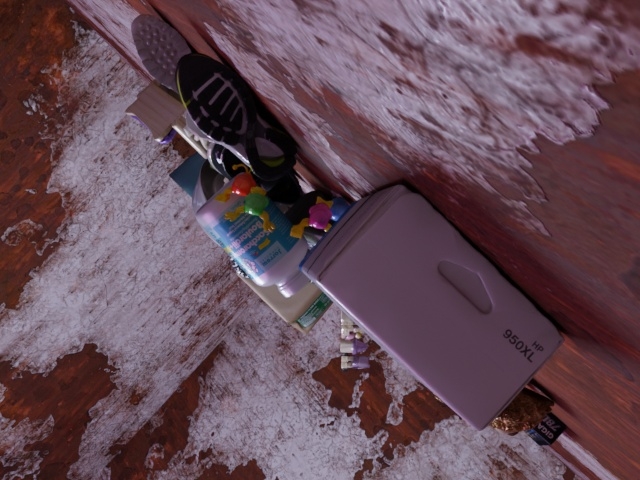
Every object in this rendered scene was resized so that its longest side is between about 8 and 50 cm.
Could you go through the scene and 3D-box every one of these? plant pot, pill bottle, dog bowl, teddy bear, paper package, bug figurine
[{"bbox_3d":[-0.346,-0.214,2.432,0.293,0.235,0.293,43,178,2],"label":"plant pot"},{"bbox_3d":[-0.127,-0.005,1.459,0.264,0.146,0.146,48,176,-11],"label":"pill bottle"},{"bbox_3d":[-0.213,-0.093,1.995,0.349,0.102,0.349,25,-140,-23],"label":"dog bowl"},{"bbox_3d":[0.357,0.338,1.573,0.338,0.113,0.245,25,-172,32],"label":"teddy bear"},{"bbox_3d":[-0.067,0.097,2.352,0.309,0.325,0.168,40,177,34],"label":"paper package"},{"bbox_3d":[-0.058,-0.068,1.289,0.279,0.072,0.216,14,-163,-5],"label":"bug figurine"}]

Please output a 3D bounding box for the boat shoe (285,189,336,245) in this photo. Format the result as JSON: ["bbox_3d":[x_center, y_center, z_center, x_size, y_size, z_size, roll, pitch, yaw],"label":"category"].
[{"bbox_3d":[0.010,-0.032,1.535,0.103,0.118,0.320,49,168,-25],"label":"boat shoe"}]

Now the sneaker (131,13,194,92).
[{"bbox_3d":[-0.267,-0.327,1.291,0.235,0.090,0.095,47,-175,-37],"label":"sneaker"}]

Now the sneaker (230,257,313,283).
[{"bbox_3d":[-0.069,0.024,2.171,0.410,0.158,0.182,6,-149,0],"label":"sneaker"}]

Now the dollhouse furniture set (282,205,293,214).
[{"bbox_3d":[-0.087,-0.124,1.935,0.081,0.091,0.114,13,151,53],"label":"dollhouse furniture set"}]

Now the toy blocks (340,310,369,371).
[{"bbox_3d":[0.205,0.299,2.449,0.260,0.309,0.288,1,163,3],"label":"toy blocks"}]

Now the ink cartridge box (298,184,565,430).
[{"bbox_3d":[0.129,0.081,1.011,0.285,0.166,0.395,43,177,-3],"label":"ink cartridge box"}]

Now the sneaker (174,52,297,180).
[{"bbox_3d":[-0.160,-0.218,1.205,0.121,0.111,0.300,44,177,40],"label":"sneaker"}]

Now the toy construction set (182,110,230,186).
[{"bbox_3d":[-0.243,-0.217,1.845,0.328,0.151,0.215,50,-156,18],"label":"toy construction set"}]

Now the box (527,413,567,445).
[{"bbox_3d":[0.517,0.432,1.886,0.293,0.073,0.295,41,176,19],"label":"box"}]

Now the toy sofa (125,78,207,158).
[{"bbox_3d":[-0.434,-0.361,2.071,0.150,0.177,0.362,46,175,-39],"label":"toy sofa"}]

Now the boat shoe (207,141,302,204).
[{"bbox_3d":[-0.133,-0.152,1.565,0.113,0.127,0.340,40,178,24],"label":"boat shoe"}]

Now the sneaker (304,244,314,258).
[{"bbox_3d":[0.000,0.000,1.700,0.101,0.153,0.268,44,177,-29],"label":"sneaker"}]

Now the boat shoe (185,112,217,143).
[{"bbox_3d":[-0.155,-0.219,1.389,0.227,0.079,0.081,25,-144,3],"label":"boat shoe"}]
